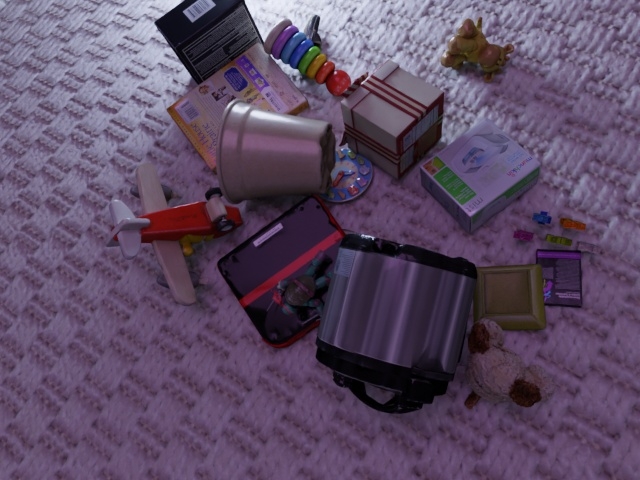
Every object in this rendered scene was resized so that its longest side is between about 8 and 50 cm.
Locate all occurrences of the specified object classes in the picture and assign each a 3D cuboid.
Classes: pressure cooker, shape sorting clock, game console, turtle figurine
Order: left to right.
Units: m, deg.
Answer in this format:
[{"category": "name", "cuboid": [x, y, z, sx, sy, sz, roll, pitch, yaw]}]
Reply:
[{"category": "game console", "cuboid": [-0.078, 0.097, 1.655, 0.387, 0.060, 0.341, -36, 74, 3]}, {"category": "turtle figurine", "cuboid": [-0.040, 0.145, 1.553, 0.175, 0.118, 0.234, 42, 83, 14]}, {"category": "shape sorting clock", "cuboid": [0.070, -0.216, 1.805, 0.207, 0.040, 0.206, -5, 67, 12]}, {"category": "pressure cooker", "cuboid": [0.177, 0.216, 1.403, 0.376, 0.370, 0.419, 13, 87, 16]}]

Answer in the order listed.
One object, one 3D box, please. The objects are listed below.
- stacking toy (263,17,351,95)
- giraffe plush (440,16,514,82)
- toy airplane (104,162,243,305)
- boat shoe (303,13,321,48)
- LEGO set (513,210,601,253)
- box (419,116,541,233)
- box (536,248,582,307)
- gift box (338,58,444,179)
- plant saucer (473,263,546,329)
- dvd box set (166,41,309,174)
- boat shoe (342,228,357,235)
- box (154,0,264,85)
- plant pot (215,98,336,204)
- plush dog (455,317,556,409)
[{"category": "stacking toy", "cuboid": [-0.034, -0.622, 1.926, 0.330, 0.141, 0.141, 39, 81, 0]}, {"category": "giraffe plush", "cuboid": [0.527, -0.615, 1.810, 0.170, 0.181, 0.210, 41, 48, 15]}, {"category": "toy airplane", "cuboid": [-0.485, -0.023, 1.739, 0.385, 0.272, 0.385, 29, 58, -8]}, {"category": "boat shoe", "cuboid": [-0.031, -0.728, 2.030, 0.074, 0.080, 0.223, 15, 78, 12]}, {"category": "LEGO set", "cuboid": [0.670, -0.032, 1.557, 0.228, 0.093, 0.086, 13, 103, 14]}, {"category": "box", "cuboid": [0.473, -0.193, 1.647, 0.262, 0.126, 0.231, -36, 62, -3]}, {"category": "box", "cuboid": [0.660, 0.104, 1.525, 0.116, 0.029, 0.161, 3, 67, 16]}, {"category": "gift box", "cuboid": [0.200, -0.375, 1.709, 0.276, 0.255, 0.258, -41, 62, -18]}, {"category": "plant saucer", "cuboid": [0.514, 0.151, 1.517, 0.188, 0.045, 0.188, -5, 67, 23]}, {"category": "dvd box set", "cuboid": [-0.297, -0.474, 1.966, 0.421, 0.062, 0.307, -38, 75, -3]}, {"category": "boat shoe", "cuboid": [0.000, 0.000, 1.722, 0.233, 0.084, 0.079, -4, 97, 7]}, {"category": "box", "cuboid": [-0.384, -0.729, 1.996, 0.296, 0.294, 0.182, -37, 63, -3]}, {"category": "plant pot", "cuboid": [-0.120, -0.266, 1.725, 0.306, 0.333, 0.333, 6, 69, 12]}, {"category": "plush dog", "cuboid": [0.437, 0.329, 1.377, 0.211, 0.225, 0.262, -41, 64, -5]}]
